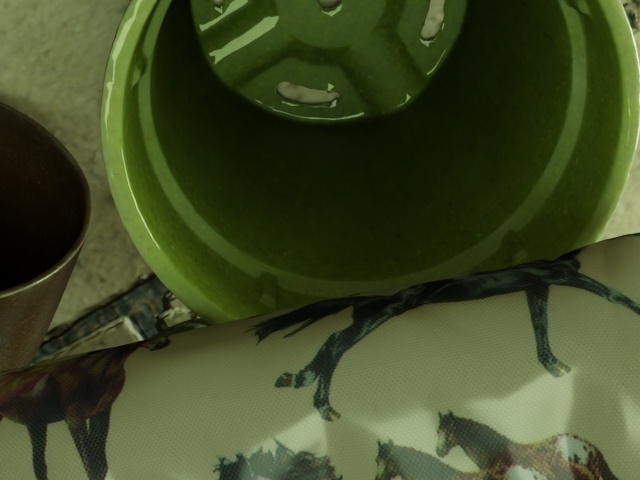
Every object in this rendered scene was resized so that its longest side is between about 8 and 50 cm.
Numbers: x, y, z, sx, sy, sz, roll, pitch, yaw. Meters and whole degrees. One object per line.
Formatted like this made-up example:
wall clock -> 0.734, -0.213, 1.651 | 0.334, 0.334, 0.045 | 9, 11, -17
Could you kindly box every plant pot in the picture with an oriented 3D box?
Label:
plant pot -> -0.264, 0.054, 1.186 | 0.215, 0.215, 0.230 | 10, 127, -10
plant pot -> 0.016, -0.108, 1.099 | 0.276, 0.254, 0.276 | -2, 114, -5

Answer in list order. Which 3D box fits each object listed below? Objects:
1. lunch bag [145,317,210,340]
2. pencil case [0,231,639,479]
lunch bag -> -0.051, 0.238, 1.200 | 0.212, 0.305, 0.256 | -35, 126, -15
pencil case -> 0.011, 0.120, 0.972 | 0.410, 0.160, 0.184 | -13, 103, 7
